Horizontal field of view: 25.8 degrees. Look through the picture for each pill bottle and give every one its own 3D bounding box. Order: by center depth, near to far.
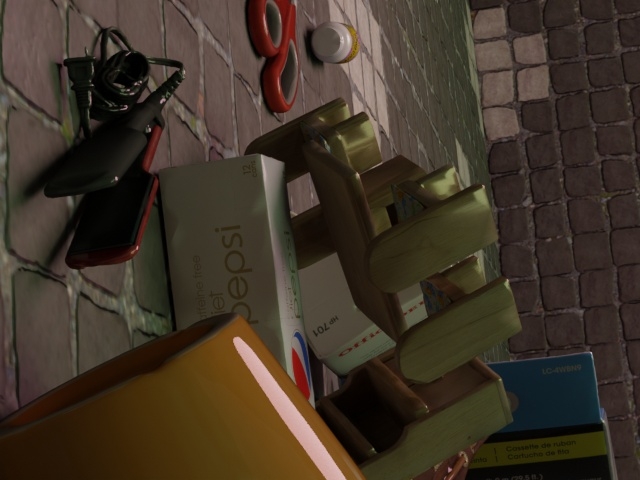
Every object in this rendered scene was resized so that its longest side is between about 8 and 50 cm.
[{"bbox_3d":[0.014,-0.206,1.458,0.083,0.043,0.043,-30,112,-76],"label":"pill bottle"}]

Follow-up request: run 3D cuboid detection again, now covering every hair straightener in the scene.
[{"bbox_3d":[-0.111,-0.073,0.797,0.230,0.047,0.089,-74,154,-62],"label":"hair straightener"}]

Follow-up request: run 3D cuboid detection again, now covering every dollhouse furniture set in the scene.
[{"bbox_3d":[0.020,0.054,0.993,0.212,0.161,0.242,41,-26,57],"label":"dollhouse furniture set"}]

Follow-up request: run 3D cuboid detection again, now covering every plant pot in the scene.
[{"bbox_3d":[-0.053,0.143,0.629,0.188,0.205,0.205,66,14,-5],"label":"plant pot"}]

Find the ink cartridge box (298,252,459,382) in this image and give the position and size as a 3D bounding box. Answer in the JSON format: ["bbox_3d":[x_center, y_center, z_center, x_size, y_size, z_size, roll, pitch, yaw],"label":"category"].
[{"bbox_3d":[0.057,0.054,1.213,0.082,0.139,0.191,58,2,21],"label":"ink cartridge box"}]

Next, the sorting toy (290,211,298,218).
[{"bbox_3d":[0.000,0.000,1.189,0.083,0.075,0.045,37,46,-72],"label":"sorting toy"}]

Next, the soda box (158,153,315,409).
[{"bbox_3d":[-0.052,0.055,0.923,0.069,0.074,0.216,7,76,-78],"label":"soda box"}]

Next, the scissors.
[{"bbox_3d":[-0.034,-0.228,1.325,0.297,0.021,0.109,-82,157,-55],"label":"scissors"}]

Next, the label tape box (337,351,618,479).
[{"bbox_3d":[0.173,0.257,1.402,0.115,0.249,0.348,-66,146,-67],"label":"label tape box"}]

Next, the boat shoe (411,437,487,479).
[{"bbox_3d":[0.072,0.217,1.123,0.123,0.123,0.342,45,28,-6],"label":"boat shoe"}]
